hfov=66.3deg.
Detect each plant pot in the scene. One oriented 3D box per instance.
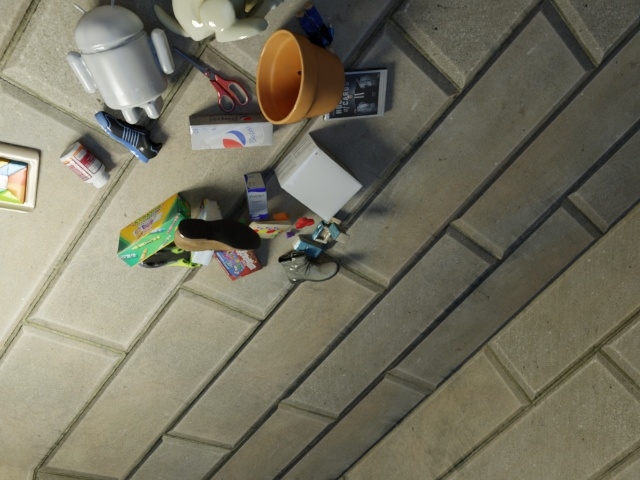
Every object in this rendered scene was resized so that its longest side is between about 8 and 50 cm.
[{"bbox_3d":[-0.055,-0.527,1.620,0.203,0.291,0.291,-5,126,-35],"label":"plant pot"}]

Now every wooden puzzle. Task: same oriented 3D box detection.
[{"bbox_3d":[-1.068,-0.207,1.626,0.221,0.044,0.238,10,119,-24],"label":"wooden puzzle"}]

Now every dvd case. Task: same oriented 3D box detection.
[{"bbox_3d":[0.127,-0.540,1.812,0.239,0.029,0.179,-9,125,-14],"label":"dvd case"}]

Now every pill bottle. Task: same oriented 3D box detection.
[{"bbox_3d":[-0.794,-0.252,1.662,0.086,0.086,0.152,-34,127,6],"label":"pill bottle"}]

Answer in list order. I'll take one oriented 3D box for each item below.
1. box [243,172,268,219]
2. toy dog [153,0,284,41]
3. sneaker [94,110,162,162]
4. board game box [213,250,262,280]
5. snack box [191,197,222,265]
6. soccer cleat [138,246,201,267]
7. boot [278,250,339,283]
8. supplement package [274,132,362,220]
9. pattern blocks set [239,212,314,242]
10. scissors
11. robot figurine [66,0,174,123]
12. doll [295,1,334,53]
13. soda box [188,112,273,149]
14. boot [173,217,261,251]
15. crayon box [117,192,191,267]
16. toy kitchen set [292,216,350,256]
[{"bbox_3d":[-0.247,-0.170,1.878,0.072,0.126,0.137,-9,126,-11],"label":"box"},{"bbox_3d":[-0.327,-0.800,1.365,0.395,0.284,0.408,1,134,25],"label":"toy dog"},{"bbox_3d":[-0.639,-0.365,1.647,0.090,0.081,0.232,-40,133,7],"label":"sneaker"},{"bbox_3d":[-0.339,0.075,2.009,0.145,0.027,0.281,-23,151,-3],"label":"board game box"},{"bbox_3d":[-0.435,-0.036,1.855,0.070,0.207,0.174,15,116,-27],"label":"snack box"},{"bbox_3d":[-0.590,0.059,1.949,0.289,0.121,0.093,-2,100,-39],"label":"soccer cleat"},{"bbox_3d":[-0.050,0.107,2.126,0.247,0.083,0.161,-12,136,8],"label":"boot"},{"bbox_3d":[-0.009,-0.241,1.898,0.204,0.145,0.262,-45,125,14],"label":"supplement package"},{"bbox_3d":[-0.214,-0.045,1.952,0.285,0.026,0.325,-29,157,38],"label":"pattern blocks set"},{"bbox_3d":[-0.359,-0.557,1.645,0.109,0.021,0.297,-33,126,8],"label":"scissors"},{"bbox_3d":[-0.591,-0.536,1.464,0.300,0.199,0.353,-16,127,0],"label":"robot figurine"},{"bbox_3d":[-0.012,-0.695,1.647,0.129,0.046,0.189,-43,132,1],"label":"doll"},{"bbox_3d":[-0.314,-0.386,1.726,0.286,0.098,0.091,-6,125,-15],"label":"soda box"},{"bbox_3d":[-0.363,-0.007,1.729,0.305,0.112,0.115,8,148,-28],"label":"boot"},{"bbox_3d":[-0.613,-0.041,1.818,0.278,0.165,0.081,-33,126,5],"label":"crayon box"},{"bbox_3d":[0.000,0.000,2.052,0.122,0.166,0.207,22,114,-30],"label":"toy kitchen set"}]
